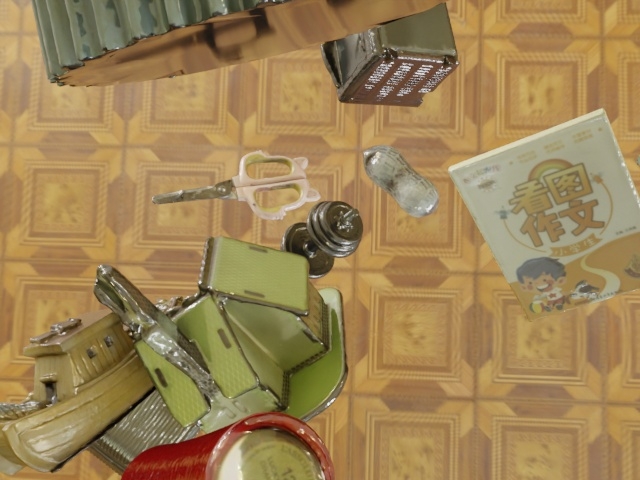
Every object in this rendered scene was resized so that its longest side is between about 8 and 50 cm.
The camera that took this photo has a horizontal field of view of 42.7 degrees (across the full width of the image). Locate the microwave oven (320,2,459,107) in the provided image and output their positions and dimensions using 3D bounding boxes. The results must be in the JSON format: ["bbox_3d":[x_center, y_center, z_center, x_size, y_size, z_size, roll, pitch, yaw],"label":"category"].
[{"bbox_3d":[0.114,-0.380,1.451,0.188,0.178,0.247,1,69,-25],"label":"microwave oven"}]

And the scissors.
[{"bbox_3d":[-0.161,-0.098,1.557,0.317,0.024,0.160,-10,63,-18],"label":"scissors"}]

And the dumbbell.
[{"bbox_3d":[0.000,0.000,1.300,0.099,0.208,0.099,16,57,-26],"label":"dumbbell"}]

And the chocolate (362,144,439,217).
[{"bbox_3d":[0.139,-0.106,1.432,0.072,0.072,0.167,-46,70,-2],"label":"chocolate"}]

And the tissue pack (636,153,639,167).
[{"bbox_3d":[0.535,-0.126,1.224,0.079,0.111,0.085,21,110,2],"label":"tissue pack"}]

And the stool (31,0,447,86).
[{"bbox_3d":[-0.072,-0.292,0.524,0.297,0.297,0.330,-14,98,2],"label":"stool"}]

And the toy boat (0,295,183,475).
[{"bbox_3d":[-0.259,0.140,0.931,0.089,0.321,0.121,-12,105,32],"label":"toy boat"}]

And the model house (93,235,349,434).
[{"bbox_3d":[-0.126,0.076,0.937,0.205,0.218,0.279,-36,115,18],"label":"model house"}]

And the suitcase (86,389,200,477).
[{"bbox_3d":[-0.310,0.309,1.511,0.202,0.128,0.312,36,54,3],"label":"suitcase"}]

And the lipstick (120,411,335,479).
[{"bbox_3d":[-0.073,0.166,0.545,0.080,0.241,0.080,8,70,-23],"label":"lipstick"}]

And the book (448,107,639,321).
[{"bbox_3d":[0.327,-0.021,1.104,0.208,0.020,0.295,-21,123,24],"label":"book"}]
